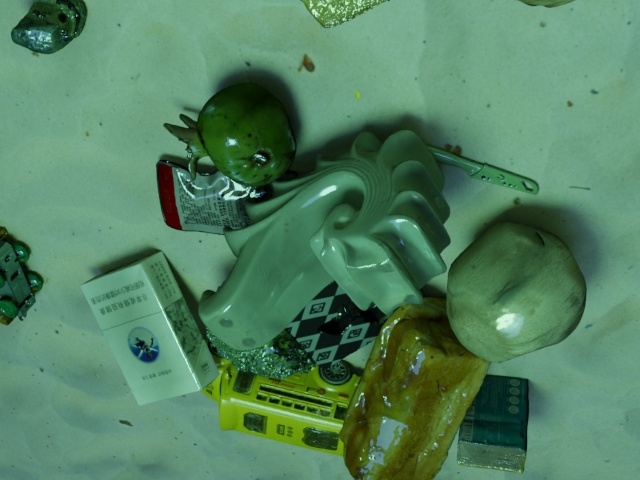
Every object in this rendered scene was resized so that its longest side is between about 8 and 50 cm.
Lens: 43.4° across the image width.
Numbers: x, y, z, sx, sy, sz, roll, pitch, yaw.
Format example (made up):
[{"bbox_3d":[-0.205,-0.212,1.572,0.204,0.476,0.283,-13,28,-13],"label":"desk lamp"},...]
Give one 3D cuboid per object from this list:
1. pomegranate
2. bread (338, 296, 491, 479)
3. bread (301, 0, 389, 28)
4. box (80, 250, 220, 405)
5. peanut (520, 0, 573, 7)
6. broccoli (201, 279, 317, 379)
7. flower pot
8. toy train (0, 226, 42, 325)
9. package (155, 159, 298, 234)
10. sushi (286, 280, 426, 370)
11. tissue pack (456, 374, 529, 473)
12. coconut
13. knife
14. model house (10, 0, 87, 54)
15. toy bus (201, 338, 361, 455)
[{"bbox_3d":[-0.132,-0.148,1.160,0.191,0.131,0.152,3,136,25],"label":"pomegranate"},{"bbox_3d":[0.153,0.261,1.376,0.195,0.149,0.344,8,119,-24],"label":"bread"},{"bbox_3d":[0.044,-0.334,0.981,0.187,0.065,0.103,-19,118,29],"label":"bread"},{"bbox_3d":[-0.313,0.165,1.479,0.164,0.069,0.256,-19,100,31],"label":"box"},{"bbox_3d":[0.217,-0.386,0.813,0.174,0.158,0.340,-30,124,12],"label":"peanut"},{"bbox_3d":[-0.092,0.152,1.399,0.226,0.198,0.176,-6,99,-14],"label":"broccoli"},{"bbox_3d":[0.000,0.000,1.152,0.368,0.254,0.164,-19,133,27],"label":"flower pot"},{"bbox_3d":[-0.619,0.068,1.535,0.136,0.091,0.227,11,135,21],"label":"toy train"},{"bbox_3d":[-0.148,-0.058,1.311,0.239,0.030,0.154,6,132,6],"label":"package"},{"bbox_3d":[0.053,0.098,1.314,0.220,0.047,0.231,-31,145,1],"label":"sushi"},{"bbox_3d":[0.310,0.324,1.434,0.120,0.169,0.082,4,127,13],"label":"tissue pack"},{"bbox_3d":[0.294,0.070,1.188,0.224,0.224,0.224,9,134,9],"label":"coconut"},{"bbox_3d":[0.220,-0.104,1.171,0.207,0.014,0.030,18,133,-1],"label":"knife"},{"bbox_3d":[-0.378,-0.301,1.121,0.079,0.083,0.066,15,133,5],"label":"model house"},{"bbox_3d":[-0.092,0.300,1.545,0.330,0.152,0.144,12,135,5],"label":"toy bus"}]
